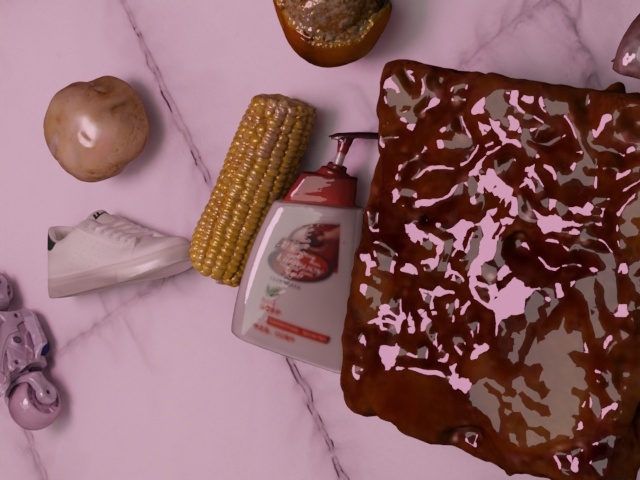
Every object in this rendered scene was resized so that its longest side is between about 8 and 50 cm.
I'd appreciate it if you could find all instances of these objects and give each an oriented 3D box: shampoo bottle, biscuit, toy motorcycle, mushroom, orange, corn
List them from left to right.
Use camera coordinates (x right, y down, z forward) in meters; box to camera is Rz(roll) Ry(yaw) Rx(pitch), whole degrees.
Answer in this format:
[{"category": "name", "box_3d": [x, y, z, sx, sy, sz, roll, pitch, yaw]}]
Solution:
[{"category": "toy motorcycle", "box_3d": [-0.449, 0.153, 1.720, 0.112, 0.112, 0.254, -39, 70, 29]}, {"category": "mushroom", "box_3d": [-0.295, -0.147, 1.598, 0.148, 0.112, 0.148, 2, 94, 32]}, {"category": "corn", "box_3d": [-0.081, -0.063, 1.467, 0.093, 0.093, 0.244, 33, 106, 29]}, {"category": "shampoo bottle", "box_3d": [0.000, 0.000, 1.415, 0.153, 0.071, 0.284, 17, 100, 5]}, {"category": "orange", "box_3d": [0.011, -0.274, 1.367, 0.134, 0.156, 0.156, -28, 71, -14]}, {"category": "biscuit", "box_3d": [0.204, 0.025, 1.231, 0.343, 0.166, 0.395, 15, 102, 31]}]

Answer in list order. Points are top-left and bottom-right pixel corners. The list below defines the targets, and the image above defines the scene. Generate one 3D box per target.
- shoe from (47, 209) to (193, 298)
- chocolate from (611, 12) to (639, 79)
[{"category": "shoe", "box_3d": [-0.274, 0.008, 1.603, 0.265, 0.095, 0.110, -16, 83, 36]}, {"category": "chocolate", "box_3d": [0.400, -0.179, 1.085, 0.261, 0.161, 0.083, 19, 127, 29]}]
